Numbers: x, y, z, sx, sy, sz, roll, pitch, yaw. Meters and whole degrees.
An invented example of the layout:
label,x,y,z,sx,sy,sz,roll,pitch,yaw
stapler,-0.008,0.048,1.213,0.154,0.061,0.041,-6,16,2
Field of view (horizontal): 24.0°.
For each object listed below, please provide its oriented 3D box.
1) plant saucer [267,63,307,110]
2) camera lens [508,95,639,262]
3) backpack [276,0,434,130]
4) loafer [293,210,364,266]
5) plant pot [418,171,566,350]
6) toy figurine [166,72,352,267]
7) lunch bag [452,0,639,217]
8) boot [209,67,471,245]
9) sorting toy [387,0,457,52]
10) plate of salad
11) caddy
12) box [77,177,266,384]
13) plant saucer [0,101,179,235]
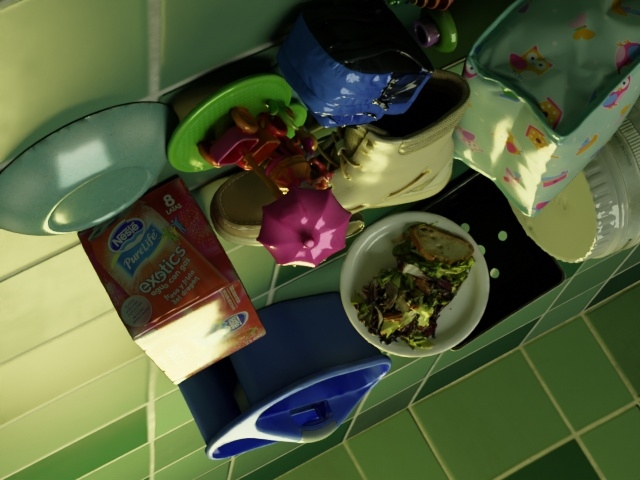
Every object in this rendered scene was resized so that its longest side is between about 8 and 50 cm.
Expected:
label,x,y,z,sx,sy,sz,roll,pitch,yaw
plant saucer,-0.006,-0.152,1.416,0.119,0.021,0.119,-28,164,-9
camera lens,0.391,-0.114,1.903,0.274,0.219,0.219,-24,163,-22
backpack,0.022,-0.148,1.318,0.120,0.098,0.101,-6,138,-47
loafer,0.000,0.000,1.846,0.148,0.050,0.056,-19,161,-37
plant pot,0.215,0.019,2.101,0.187,0.188,0.167,-34,178,10
toy figurine,-0.030,-0.046,1.349,0.130,0.159,0.173,-43,159,22
lunch bag,0.260,-0.187,1.530,0.262,0.160,0.223,-47,168,-14
boot,0.016,-0.083,1.488,0.261,0.095,0.203,-13,162,-7
sorting toy,0.091,-0.208,1.349,0.042,0.061,0.102,-25,141,-19
plate of salad,0.124,0.061,2.000,0.200,0.200,0.048,-34,-173,10
caddy,-0.045,0.213,2.188,0.241,0.179,0.341,-41,161,31
box,-0.149,0.048,1.572,0.122,0.128,0.257,-30,164,-4
plant saucer,-0.203,-0.051,1.336,0.195,0.037,0.195,-29,164,-9
